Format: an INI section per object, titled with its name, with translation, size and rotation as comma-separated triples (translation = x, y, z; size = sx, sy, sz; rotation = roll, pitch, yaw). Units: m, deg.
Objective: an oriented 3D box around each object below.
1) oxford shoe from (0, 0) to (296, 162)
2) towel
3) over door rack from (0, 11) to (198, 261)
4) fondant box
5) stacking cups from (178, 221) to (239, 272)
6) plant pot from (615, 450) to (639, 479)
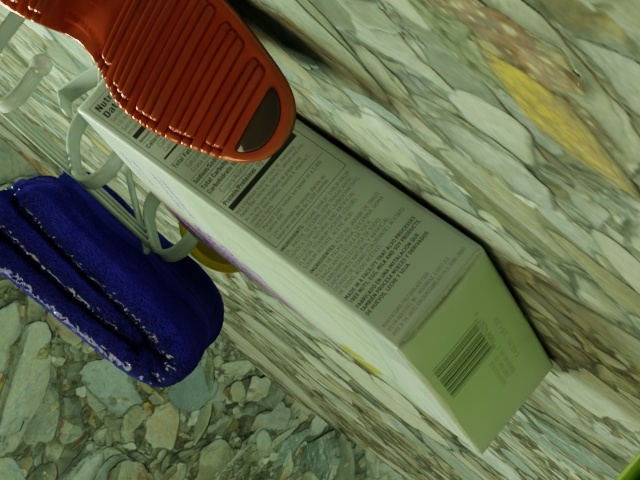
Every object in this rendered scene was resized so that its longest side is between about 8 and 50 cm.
[oxford shoe]
translation = -0.098, -0.134, 1.270
size = 0.271, 0.097, 0.098
rotation = 41, -166, 31
[towel]
translation = -0.181, 0.020, 1.730
size = 0.227, 0.076, 0.308
rotation = 38, -173, -1
[over door rack]
translation = -0.218, -0.148, 1.725
size = 0.239, 0.108, 0.324
rotation = 46, -175, -38
[fondant box]
translation = 0.000, 0.000, 1.478
size = 0.330, 0.096, 0.238
rotation = 37, 173, 29
[stacking cups]
translation = -0.082, -0.013, 1.911
size = 0.096, 0.096, 0.316
rotation = 40, 178, 0
[plant pot]
translation = 0.256, 0.265, 1.311
size = 0.227, 0.228, 0.207
rotation = 40, 179, -5
